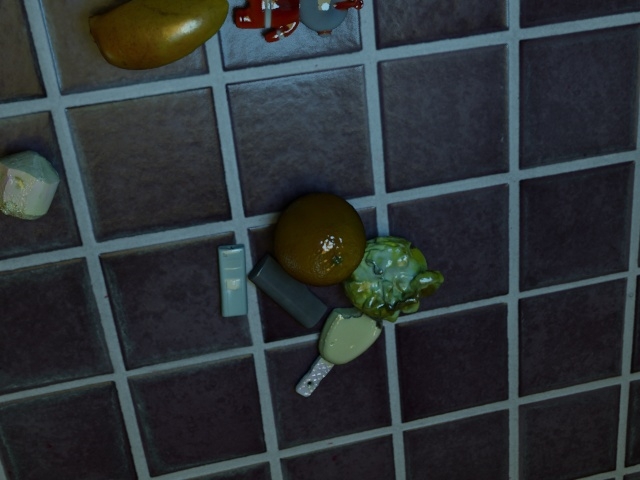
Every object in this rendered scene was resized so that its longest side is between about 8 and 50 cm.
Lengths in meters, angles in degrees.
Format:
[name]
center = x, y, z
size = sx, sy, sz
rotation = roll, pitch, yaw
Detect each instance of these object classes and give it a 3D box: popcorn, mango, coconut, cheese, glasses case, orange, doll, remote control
[popcorn]
center = 0.155, 0.082, 1.730
size = 0.198, 0.212, 0.198
rotation = -29, 129, -42
[mango]
center = -0.282, -0.387, 1.456
size = 0.252, 0.154, 0.126
rotation = -15, 123, 8
[coconut]
center = -0.554, -0.111, 1.524
size = 0.116, 0.116, 0.122
rotation = 16, 109, -19
[cheese]
center = 0.027, 0.254, 1.845
size = 0.127, 0.050, 0.255
rotation = 34, 102, -23
[glasses case]
center = -0.070, 0.112, 1.767
size = 0.190, 0.042, 0.072
rotation = 43, 80, -25
[orange]
center = 0.000, 0.000, 1.651
size = 0.205, 0.206, 0.206
rotation = -5, 113, -11
[doll]
center = -0.040, -0.446, 1.522
size = 0.244, 0.076, 0.143
rotation = -4, 114, -7
[remote control]
center = -0.187, 0.088, 1.738
size = 0.061, 0.029, 0.162
rotation = -7, 113, -13
